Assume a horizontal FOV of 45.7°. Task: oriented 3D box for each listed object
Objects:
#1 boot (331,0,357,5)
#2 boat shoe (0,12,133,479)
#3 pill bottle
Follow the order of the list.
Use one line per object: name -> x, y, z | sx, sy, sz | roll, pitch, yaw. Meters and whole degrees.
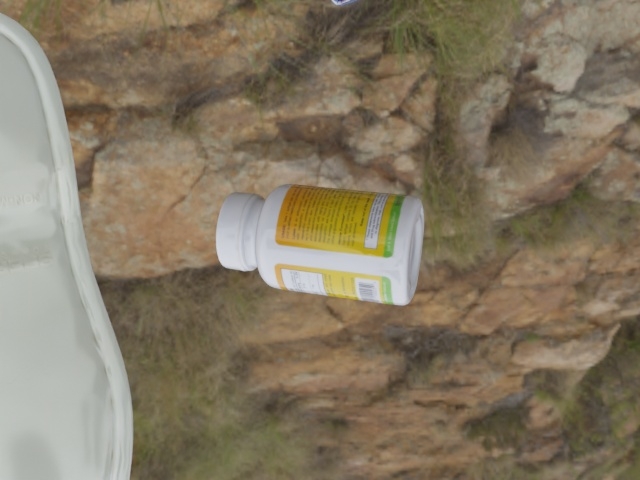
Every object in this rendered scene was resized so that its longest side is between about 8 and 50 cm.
boot -> 0.089, -0.380, 1.024 | 0.069, 0.086, 0.190 | 34, 151, -29
boat shoe -> -0.164, 0.044, 0.383 | 0.109, 0.305, 0.091 | -6, 177, -27
pill bottle -> 0.000, 0.000, 0.964 | 0.245, 0.136, 0.136 | 7, 151, 15
